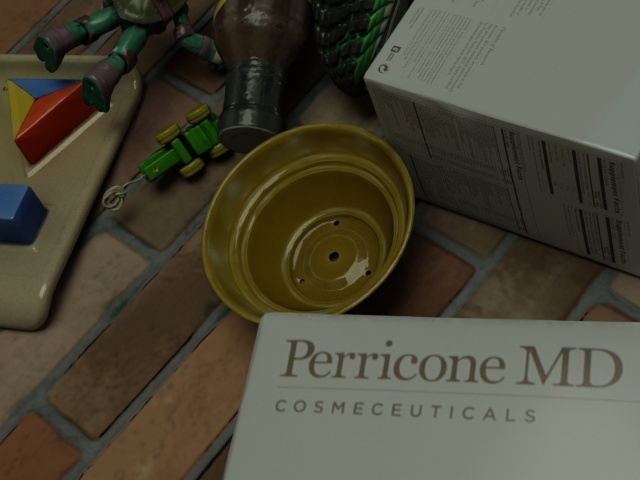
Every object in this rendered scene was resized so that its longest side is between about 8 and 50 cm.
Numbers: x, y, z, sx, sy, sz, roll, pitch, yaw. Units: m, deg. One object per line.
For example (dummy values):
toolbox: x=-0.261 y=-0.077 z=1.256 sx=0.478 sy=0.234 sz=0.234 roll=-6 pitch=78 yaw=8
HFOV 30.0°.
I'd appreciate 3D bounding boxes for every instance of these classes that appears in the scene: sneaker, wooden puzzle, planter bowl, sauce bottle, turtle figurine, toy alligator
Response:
sneaker: x=0.106 y=-0.305 z=1.239 sx=0.343 sy=0.146 sz=0.134 roll=-66 pitch=28 yaw=4
wooden puzzle: x=-0.400 y=-0.080 z=1.359 sx=0.322 sy=0.080 sz=0.348 roll=4 pitch=61 yaw=20
planter bowl: x=0.000 y=0.000 z=1.164 sx=0.217 sy=0.090 sz=0.217 roll=-10 pitch=61 yaw=18
sauce bottle: x=-0.060 y=-0.262 z=1.293 sx=0.111 sy=0.111 sz=0.344 roll=-2 pitch=66 yaw=17
turtle figurine: x=-0.199 y=-0.252 z=1.358 sx=0.175 sy=0.118 sz=0.234 roll=32 pitch=57 yaw=29
toy alligator: x=-0.161 y=-0.096 z=1.310 sx=0.189 sy=0.056 sz=0.051 roll=-35 pitch=15 yaw=-6

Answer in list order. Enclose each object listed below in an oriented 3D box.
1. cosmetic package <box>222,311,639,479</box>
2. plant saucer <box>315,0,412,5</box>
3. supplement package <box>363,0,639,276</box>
cosmetic package: x=0.115 y=0.296 z=0.799 sx=0.329 sy=0.327 sz=0.394 roll=0 pitch=58 yaw=19
plant saucer: x=0.092 y=-0.354 z=1.390 sx=0.259 sy=0.048 sz=0.258 roll=12 pitch=63 yaw=24
supplement package: x=0.218 y=-0.130 z=1.112 sx=0.262 sy=0.198 sz=0.199 roll=21 pitch=67 yaw=29
